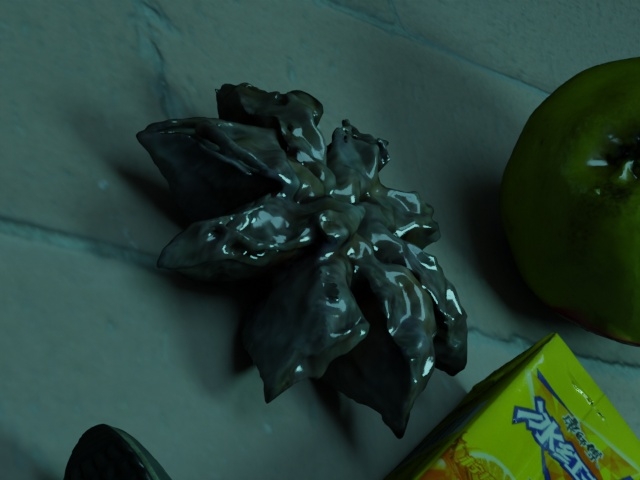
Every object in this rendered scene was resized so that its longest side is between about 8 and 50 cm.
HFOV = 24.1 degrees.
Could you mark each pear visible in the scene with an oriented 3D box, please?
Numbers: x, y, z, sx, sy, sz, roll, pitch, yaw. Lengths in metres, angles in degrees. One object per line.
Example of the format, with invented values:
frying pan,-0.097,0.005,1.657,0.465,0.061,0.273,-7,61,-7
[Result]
pear,0.330,-0.029,1.481,0.375,0.287,0.287,25,36,-63

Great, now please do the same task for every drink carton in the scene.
drink carton,0.132,0.208,1.115,0.154,0.111,0.351,53,30,3

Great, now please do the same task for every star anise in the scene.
star anise,0.001,0.002,1.157,0.332,0.117,0.331,27,41,-27

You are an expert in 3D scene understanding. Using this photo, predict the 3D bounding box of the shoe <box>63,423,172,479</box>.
shoe,-0.087,0.198,0.888,0.194,0.074,0.077,61,21,12
